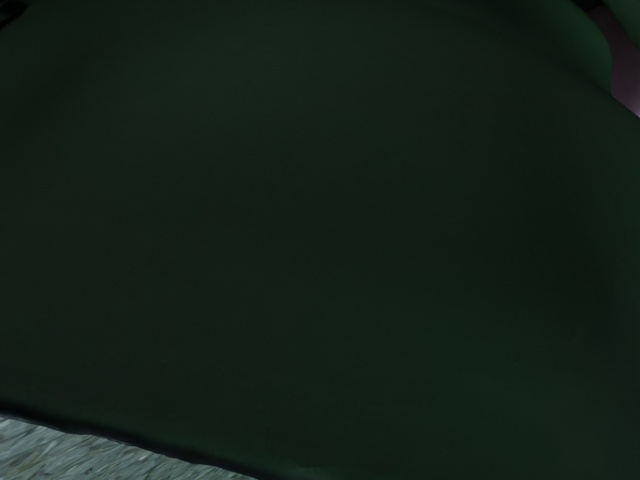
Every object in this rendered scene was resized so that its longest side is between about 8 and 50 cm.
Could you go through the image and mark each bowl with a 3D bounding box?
[{"bbox_3d":[0.000,0.000,0.530,0.354,0.354,0.185,54,51,-76],"label":"bowl"}]

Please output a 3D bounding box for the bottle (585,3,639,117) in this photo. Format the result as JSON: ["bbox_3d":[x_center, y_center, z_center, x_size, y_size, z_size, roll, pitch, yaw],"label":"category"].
[{"bbox_3d":[0.215,-0.099,0.934,0.110,0.110,0.233,-37,165,21],"label":"bottle"}]

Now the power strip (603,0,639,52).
[{"bbox_3d":[0.149,-0.148,0.493,0.140,0.139,0.224,-41,162,35],"label":"power strip"}]
